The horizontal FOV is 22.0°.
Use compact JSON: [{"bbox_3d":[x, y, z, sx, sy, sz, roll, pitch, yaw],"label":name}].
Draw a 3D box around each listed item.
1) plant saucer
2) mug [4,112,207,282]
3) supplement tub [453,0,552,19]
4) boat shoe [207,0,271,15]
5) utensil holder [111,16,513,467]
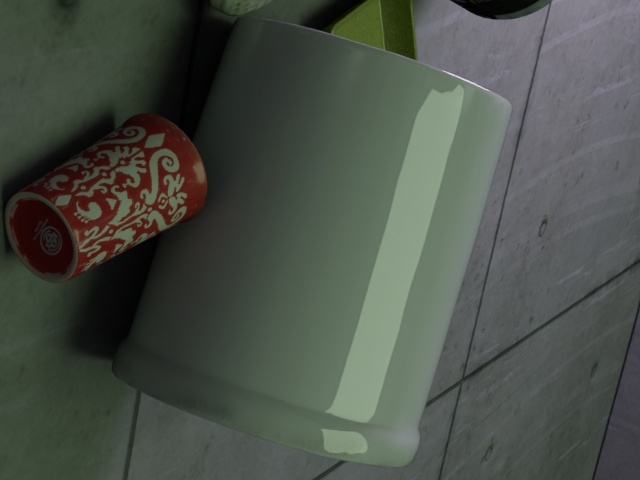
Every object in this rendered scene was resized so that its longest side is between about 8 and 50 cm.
[{"bbox_3d":[0.051,-0.204,1.958,0.188,0.045,0.188,-43,136,-46],"label":"plant saucer"},{"bbox_3d":[-0.201,-0.020,1.535,0.169,0.113,0.150,-35,137,-46],"label":"mug"},{"bbox_3d":[0.176,-0.379,1.931,0.316,0.194,0.193,10,100,-66],"label":"supplement tub"},{"bbox_3d":[0.010,-0.449,1.597,0.500,0.156,0.187,-60,164,16],"label":"boat shoe"},{"bbox_3d":[0.000,0.000,1.690,0.327,0.328,0.385,16,93,-65],"label":"utensil holder"}]
